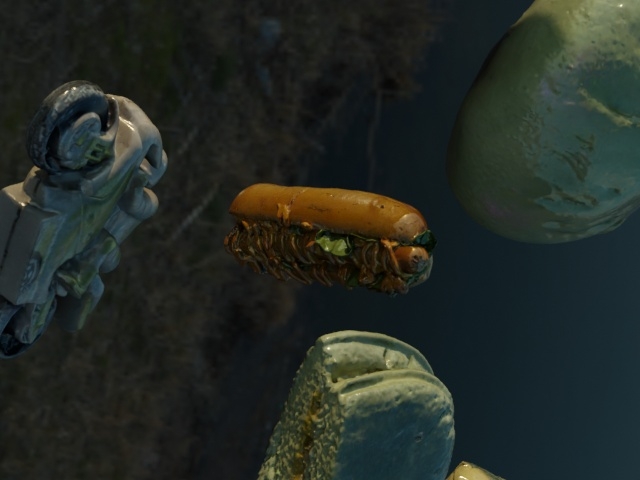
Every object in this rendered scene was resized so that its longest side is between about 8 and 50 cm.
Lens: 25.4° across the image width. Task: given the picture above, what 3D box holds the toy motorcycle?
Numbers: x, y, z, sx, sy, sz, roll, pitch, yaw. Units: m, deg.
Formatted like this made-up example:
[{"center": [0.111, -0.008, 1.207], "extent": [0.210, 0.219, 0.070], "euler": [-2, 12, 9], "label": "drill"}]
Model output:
[{"center": [-0.246, -0.029, 1.450], "extent": [0.223, 0.108, 0.341], "euler": [-29, 149, -53], "label": "toy motorcycle"}]

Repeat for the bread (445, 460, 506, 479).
[{"center": [0.146, 0.290, 1.090], "extent": [0.140, 0.236, 0.106], "euler": [24, 118, -32], "label": "bread"}]

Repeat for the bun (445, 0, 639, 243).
[{"center": [0.242, -0.100, 1.194], "extent": [0.283, 0.179, 0.283], "euler": [-40, 159, -18], "label": "bun"}]

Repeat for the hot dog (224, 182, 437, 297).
[{"center": [0.000, 0.000, 0.989], "extent": [0.055, 0.188, 0.072], "euler": [-39, 122, -39], "label": "hot dog"}]

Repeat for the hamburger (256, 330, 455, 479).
[{"center": [0.021, 0.097, 0.625], "extent": [0.084, 0.054, 0.121], "euler": [3, 109, -36], "label": "hamburger"}]
